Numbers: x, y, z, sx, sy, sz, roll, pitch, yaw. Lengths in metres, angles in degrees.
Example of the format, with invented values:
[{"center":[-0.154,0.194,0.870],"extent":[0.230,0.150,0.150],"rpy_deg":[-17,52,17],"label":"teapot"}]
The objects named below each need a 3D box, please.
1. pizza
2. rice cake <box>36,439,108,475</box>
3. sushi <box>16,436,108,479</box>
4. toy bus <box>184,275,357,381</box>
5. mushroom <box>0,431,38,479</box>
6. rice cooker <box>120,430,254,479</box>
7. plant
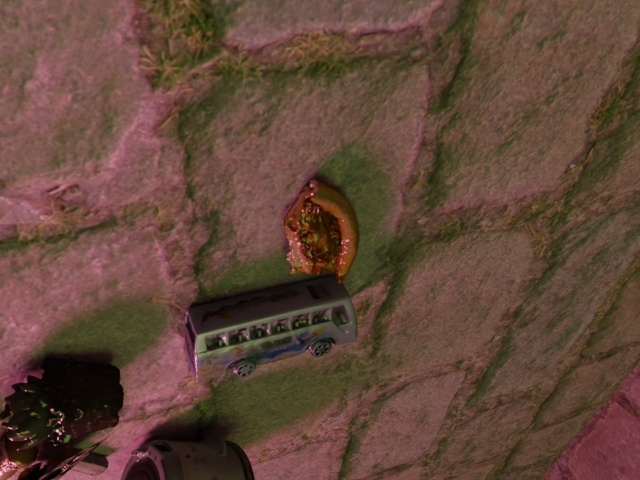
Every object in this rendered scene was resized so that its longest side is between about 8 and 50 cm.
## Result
[{"center":[0.005,-0.005,1.103],"extent":[0.134,0.056,0.271],"rpy_deg":[-22,142,-19],"label":"pizza"},{"center":[-0.532,0.461,1.349],"extent":[0.047,0.036,0.206],"rpy_deg":[-41,141,2],"label":"rice cake"},{"center":[-0.544,0.454,1.252],"extent":[0.210,0.040,0.193],"rpy_deg":[-40,171,13],"label":"sushi"},{"center":[-0.089,0.161,1.208],"extent":[0.330,0.109,0.135],"rpy_deg":[-12,129,-20],"label":"toy bus"},{"center":[-0.625,0.436,1.236],"extent":[0.209,0.084,0.071],"rpy_deg":[-40,153,25],"label":"mushroom"},{"center":[-0.295,0.585,1.453],"extent":[0.317,0.264,0.316],"rpy_deg":[-4,96,-40],"label":"rice cooker"},{"center":[-0.450,0.281,1.113],"extent":[0.195,0.129,0.132],"rpy_deg":[-3,134,-32],"label":"plant"}]
